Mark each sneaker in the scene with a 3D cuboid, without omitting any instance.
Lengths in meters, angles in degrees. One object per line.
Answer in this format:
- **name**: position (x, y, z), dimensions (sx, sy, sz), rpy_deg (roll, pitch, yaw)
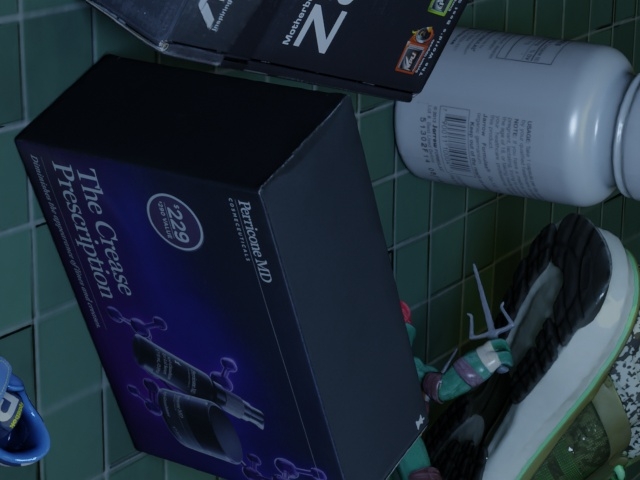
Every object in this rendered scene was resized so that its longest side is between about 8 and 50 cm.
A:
- **sneaker**: position (0.204, 0.177, 1.375), dimensions (0.158, 0.182, 0.410), rpy_deg (-95, -155, -53)
- **sneaker**: position (-0.197, 0.079, 0.923), dimensions (0.053, 0.059, 0.144), rpy_deg (-61, 144, -24)

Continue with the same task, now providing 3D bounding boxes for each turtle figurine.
- **turtle figurine**: position (0.071, 0.139, 1.336), dimensions (0.118, 0.175, 0.234), rpy_deg (10, 69, -16)

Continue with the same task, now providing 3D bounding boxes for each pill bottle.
- **pill bottle**: position (0.186, -0.096, 1.331), dimensions (0.131, 0.229, 0.131), rpy_deg (-27, 122, -53)

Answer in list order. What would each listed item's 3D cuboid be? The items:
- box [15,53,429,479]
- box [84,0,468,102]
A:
- **box**: position (-0.054, 0.030, 1.023), dimensions (0.103, 0.184, 0.261), rpy_deg (-51, 139, -39)
- **box**: position (0.047, -0.290, 1.049), dimensions (0.318, 0.097, 0.395), rpy_deg (5, 118, -58)
